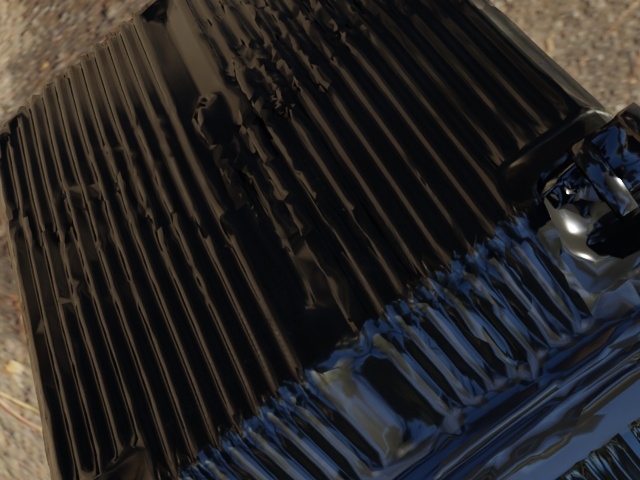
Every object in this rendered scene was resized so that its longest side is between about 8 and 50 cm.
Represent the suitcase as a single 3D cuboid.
[{"bbox_3d":[0.000,0.000,0.565,0.229,0.335,0.152,-37,124,5],"label":"suitcase"}]
